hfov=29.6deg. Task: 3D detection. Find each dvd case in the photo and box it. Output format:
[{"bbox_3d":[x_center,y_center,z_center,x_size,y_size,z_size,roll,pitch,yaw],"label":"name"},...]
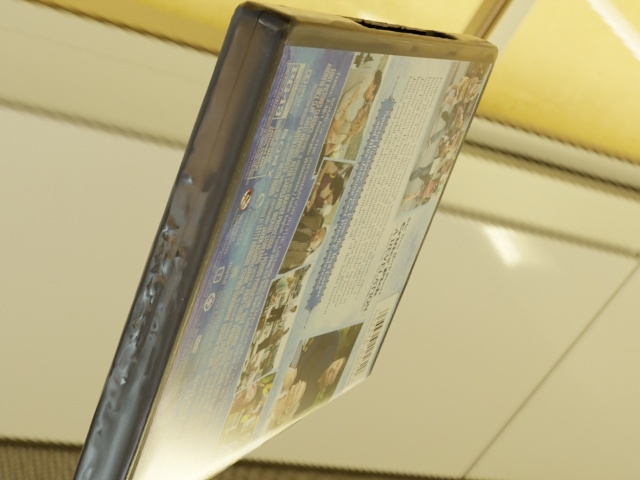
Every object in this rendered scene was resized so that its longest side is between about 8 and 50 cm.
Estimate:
[{"bbox_3d":[0.000,0.000,0.482,0.022,0.180,0.253,25,-165,18],"label":"dvd case"}]
